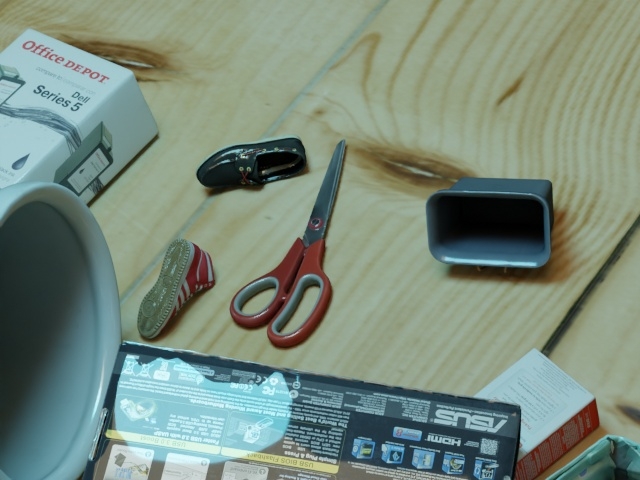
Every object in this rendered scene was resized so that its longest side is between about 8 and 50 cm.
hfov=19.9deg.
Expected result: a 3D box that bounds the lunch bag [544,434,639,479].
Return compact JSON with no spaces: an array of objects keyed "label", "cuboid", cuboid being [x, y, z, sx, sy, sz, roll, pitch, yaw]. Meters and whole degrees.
[{"label":"lunch bag","cuboid":[0.227,0.324,1.559,0.160,0.223,0.262,7,51,13]}]

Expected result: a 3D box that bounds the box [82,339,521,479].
[{"label":"box","cuboid":[-0.030,0.276,1.681,0.395,0.097,0.318,8,61,7]}]

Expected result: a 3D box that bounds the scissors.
[{"label":"scissors","cuboid":[0.000,0.000,2.069,0.109,0.021,0.297,13,53,30]}]

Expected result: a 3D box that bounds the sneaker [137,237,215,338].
[{"label":"sneaker","cuboid":[-0.160,0.060,2.054,0.042,0.067,0.118,26,91,32]}]

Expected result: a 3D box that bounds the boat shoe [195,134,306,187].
[{"label":"boat shoe","cuboid":[-0.082,-0.089,2.150,0.133,0.049,0.042,-14,38,-1]}]

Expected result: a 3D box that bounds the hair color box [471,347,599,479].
[{"label":"hair color box","cuboid":[0.184,0.193,1.809,0.167,0.053,0.093,-35,50,-17]}]

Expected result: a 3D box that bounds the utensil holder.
[{"label":"utensil holder","cuboid":[-0.451,0.105,1.914,0.385,0.327,0.327,-1,49,21]}]

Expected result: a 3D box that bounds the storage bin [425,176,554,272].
[{"label":"storage bin","cuboid":[0.194,-0.022,1.984,0.135,0.098,0.091,3,22,20]}]

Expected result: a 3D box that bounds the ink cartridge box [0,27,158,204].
[{"label":"ink cartridge box","cuboid":[-0.363,-0.112,2.215,0.198,0.115,0.273,25,60,34]}]
